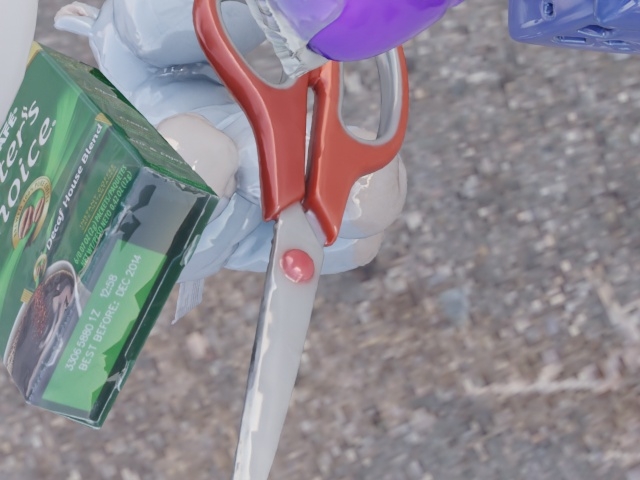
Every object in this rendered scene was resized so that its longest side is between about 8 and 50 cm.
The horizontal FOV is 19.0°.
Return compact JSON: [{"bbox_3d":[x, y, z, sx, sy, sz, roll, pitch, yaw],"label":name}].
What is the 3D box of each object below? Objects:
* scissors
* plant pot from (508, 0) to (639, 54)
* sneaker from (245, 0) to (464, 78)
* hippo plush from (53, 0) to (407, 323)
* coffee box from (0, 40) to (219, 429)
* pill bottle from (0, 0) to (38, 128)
[{"bbox_3d":[0.000,0.000,0.816,0.021,0.109,0.297,-44,42,44],"label":"scissors"},{"bbox_3d":[0.291,-0.261,1.480,0.212,0.236,0.236,-152,66,-78],"label":"plant pot"},{"bbox_3d":[0.065,-0.145,0.545,0.146,0.293,0.102,-13,112,26],"label":"sneaker"},{"bbox_3d":[-0.071,-0.096,1.441,0.294,0.234,0.237,136,130,-58],"label":"hippo plush"},{"bbox_3d":[-0.112,-0.008,0.830,0.113,0.040,0.184,-62,30,11],"label":"coffee box"},{"bbox_3d":[-0.160,-0.042,0.271,0.131,0.229,0.131,11,105,44],"label":"pill bottle"}]
